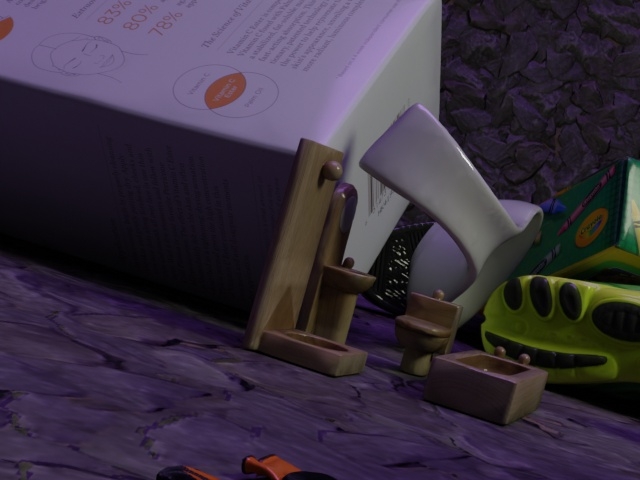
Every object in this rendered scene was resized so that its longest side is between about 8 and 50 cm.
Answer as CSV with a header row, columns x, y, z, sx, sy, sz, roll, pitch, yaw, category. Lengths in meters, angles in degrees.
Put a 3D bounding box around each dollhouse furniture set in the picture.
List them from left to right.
x,y,z,sx,sy,sz,roll,pitch,yaw,category
0.063,0.024,0.692,0.151,0.123,0.144,16,2,20,dollhouse furniture set

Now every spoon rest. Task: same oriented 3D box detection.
x,y,z,sx,sy,sz,roll,pitch,yaw,category
0.102,0.003,0.821,0.084,0.137,0.276,43,-3,26,spoon rest

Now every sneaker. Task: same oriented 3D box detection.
x,y,z,sx,sy,sz,roll,pitch,yaw,category
0.152,0.032,1.220,0.295,0.124,0.178,3,-4,-19,sneaker
0.272,0.083,0.870,0.295,0.110,0.123,16,6,26,sneaker

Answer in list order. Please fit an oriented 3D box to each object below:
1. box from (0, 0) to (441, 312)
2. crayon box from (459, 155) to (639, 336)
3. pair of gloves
x,y,z,sx,sy,sz,roll,pitch,yaw,category
-0.107,-0.100,0.875,0.345,0.168,0.215,17,47,20,box
0.248,0.032,1.006,0.165,0.081,0.278,18,-22,-17,crayon box
-0.003,0.079,0.339,0.074,0.010,0.083,15,-1,27,pair of gloves
